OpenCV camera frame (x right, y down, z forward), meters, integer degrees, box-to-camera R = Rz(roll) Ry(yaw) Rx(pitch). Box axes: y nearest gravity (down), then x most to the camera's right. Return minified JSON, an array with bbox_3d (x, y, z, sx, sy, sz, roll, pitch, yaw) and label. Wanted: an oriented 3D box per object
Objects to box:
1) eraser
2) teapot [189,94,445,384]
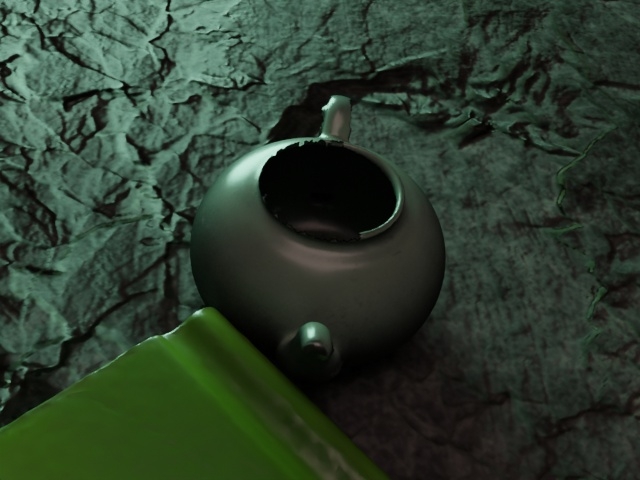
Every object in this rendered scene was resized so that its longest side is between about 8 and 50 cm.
[{"bbox_3d":[-0.055,0.186,0.537,0.210,0.092,0.274,-32,58,-34],"label":"eraser"},{"bbox_3d":[0.000,0.000,0.690,0.193,0.129,0.294,9,47,-3],"label":"teapot"}]
